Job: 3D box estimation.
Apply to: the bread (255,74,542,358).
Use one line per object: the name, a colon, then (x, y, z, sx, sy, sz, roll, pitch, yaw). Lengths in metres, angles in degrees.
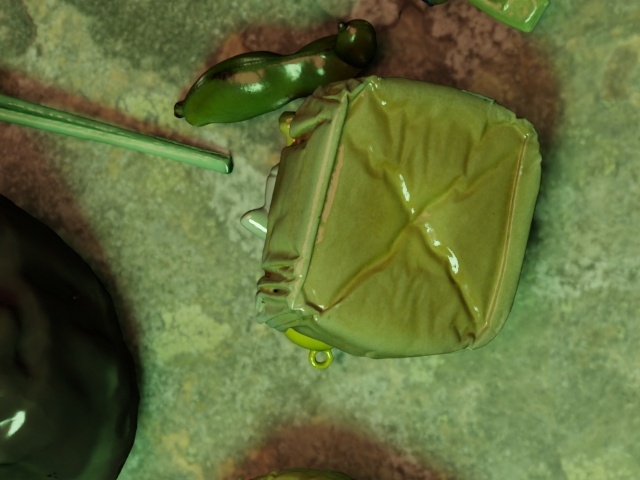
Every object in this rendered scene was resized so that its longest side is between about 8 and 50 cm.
bread: (0.059, -0.016, 1.514, 0.192, 0.110, 0.209, 9, 93, -19)

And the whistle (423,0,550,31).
whistle: (0.083, -0.237, 1.560, 0.227, 0.085, 0.105, 40, 114, 20)

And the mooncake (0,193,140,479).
mooncake: (-0.370, 0.112, 1.669, 0.381, 0.212, 0.350, -39, 60, 4)

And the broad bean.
broad bean: (-0.039, -0.132, 1.628, 0.214, 0.070, 0.048, -22, 63, 32)

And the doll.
doll: (0.000, 0.000, 1.596, 0.129, 0.081, 0.207, -1, 93, -7)

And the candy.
candy: (-0.229, -0.102, 1.715, 0.336, 0.092, 0.093, 16, 59, 17)

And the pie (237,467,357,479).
pie: (0.012, 0.345, 1.568, 0.340, 0.083, 0.339, 2, 96, 22)
